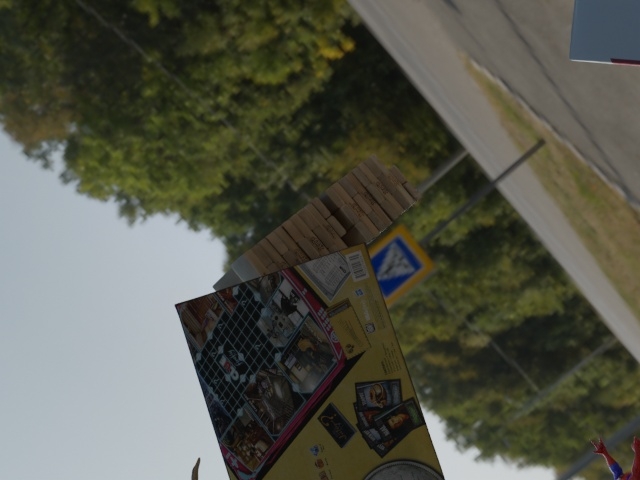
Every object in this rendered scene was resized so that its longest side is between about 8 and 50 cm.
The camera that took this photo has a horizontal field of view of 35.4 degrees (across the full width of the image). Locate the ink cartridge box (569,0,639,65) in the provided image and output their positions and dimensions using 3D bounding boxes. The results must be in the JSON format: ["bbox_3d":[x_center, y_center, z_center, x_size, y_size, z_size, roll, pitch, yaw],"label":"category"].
[{"bbox_3d":[0.396,-0.265,1.161,0.176,0.127,0.128,-8,-164,-39],"label":"ink cartridge box"}]

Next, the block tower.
[{"bbox_3d":[0.000,0.000,1.272,0.091,0.097,0.335,49,-140,2],"label":"block tower"}]

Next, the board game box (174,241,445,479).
[{"bbox_3d":[-0.003,0.142,0.813,0.042,0.165,0.243,77,175,-83],"label":"board game box"}]

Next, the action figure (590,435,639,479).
[{"bbox_3d":[0.640,0.407,1.934,0.139,0.280,0.091,63,179,12],"label":"action figure"}]

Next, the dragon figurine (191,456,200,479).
[{"bbox_3d":[-0.116,0.443,1.358,0.289,0.085,0.144,50,152,10],"label":"dragon figurine"}]
